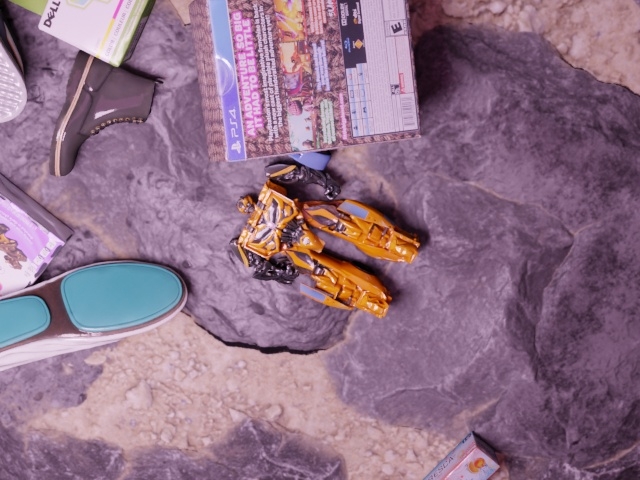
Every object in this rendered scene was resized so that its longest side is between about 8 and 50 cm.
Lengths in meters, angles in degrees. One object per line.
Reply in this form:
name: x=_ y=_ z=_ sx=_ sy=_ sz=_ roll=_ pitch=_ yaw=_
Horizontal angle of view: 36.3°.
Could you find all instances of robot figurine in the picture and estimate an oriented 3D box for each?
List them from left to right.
robot figurine: x=0.000 y=0.000 z=1.556 sx=0.290 sy=0.085 sz=0.211 roll=24 pitch=103 yaw=-7

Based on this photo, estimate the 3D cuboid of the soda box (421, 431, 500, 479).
soda box: x=0.223 y=0.420 z=1.687 sx=0.058 sy=0.063 sz=0.183 roll=40 pitch=102 yaw=-11

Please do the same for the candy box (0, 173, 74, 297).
candy box: x=-0.523 y=0.016 z=1.564 sx=0.165 sy=0.070 sz=0.196 roll=39 pitch=102 yaw=-11

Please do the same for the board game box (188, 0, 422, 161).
board game box: x=-0.023 y=-0.244 z=1.401 sx=0.290 sy=0.141 sz=0.232 roll=-8 pitch=97 yaw=-16

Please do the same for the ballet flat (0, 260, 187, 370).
ballet flat: x=-0.413 y=0.130 z=1.557 sx=0.400 sy=0.139 sz=0.139 roll=-14 pitch=107 yaw=-21

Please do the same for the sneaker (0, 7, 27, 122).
sneaker: x=-0.525 y=-0.331 z=1.409 sx=0.126 sy=0.127 sz=0.321 roll=-20 pitch=120 yaw=-11

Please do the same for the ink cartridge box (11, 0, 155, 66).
ink cartridge box: x=-0.369 y=-0.397 z=1.436 sx=0.255 sy=0.097 sz=0.189 roll=25 pitch=105 yaw=-8

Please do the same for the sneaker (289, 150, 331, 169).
sneaker: x=-0.065 y=-0.205 z=1.500 sx=0.232 sy=0.081 sz=0.090 roll=37 pitch=107 yaw=-10

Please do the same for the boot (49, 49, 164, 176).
boot: x=-0.334 y=-0.178 z=1.513 sx=0.137 sy=0.077 sz=0.198 roll=16 pitch=106 yaw=-10
